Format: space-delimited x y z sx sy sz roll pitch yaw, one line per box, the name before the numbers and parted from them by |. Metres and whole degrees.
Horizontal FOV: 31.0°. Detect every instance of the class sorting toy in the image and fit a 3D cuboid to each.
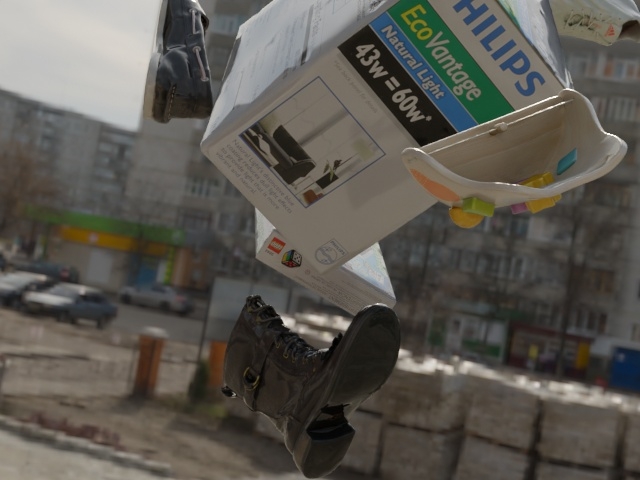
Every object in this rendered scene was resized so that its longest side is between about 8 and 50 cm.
sorting toy | 0.089 -0.030 0.483 0.083 0.045 0.075 -21 11 -14

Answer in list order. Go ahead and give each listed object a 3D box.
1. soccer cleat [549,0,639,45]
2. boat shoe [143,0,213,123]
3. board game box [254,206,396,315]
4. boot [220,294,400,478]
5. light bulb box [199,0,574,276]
soccer cleat | 0.360 -0.295 1.536 0.196 0.076 0.068 -8 -32 -35
boat shoe | -0.198 -0.272 1.688 0.095 0.112 0.335 9 38 -9
board game box | 0.000 0.000 1.632 0.193 0.053 0.305 31 15 -13
boot | -0.031 0.138 1.422 0.091 0.263 0.229 5 29 -42
light bulb box | 0.081 -0.212 1.371 0.225 0.361 0.358 46 26 -23
